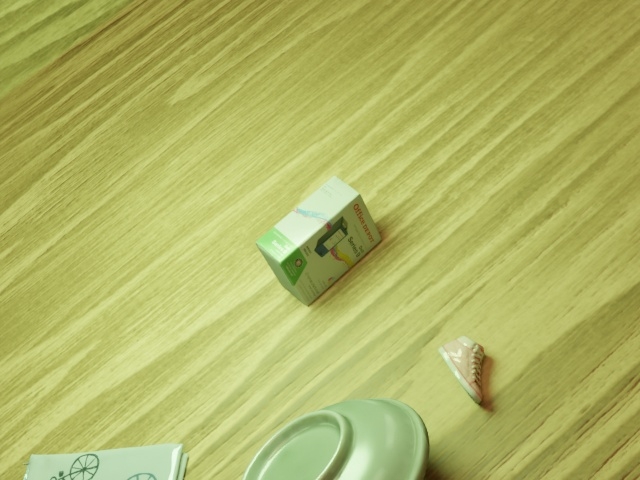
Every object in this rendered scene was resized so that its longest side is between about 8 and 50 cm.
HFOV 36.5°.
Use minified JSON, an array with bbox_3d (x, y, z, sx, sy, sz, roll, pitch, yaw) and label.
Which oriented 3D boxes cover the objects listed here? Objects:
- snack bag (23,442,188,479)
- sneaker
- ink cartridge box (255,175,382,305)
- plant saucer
[{"bbox_3d":[-0.422,0.527,1.748,0.343,0.037,0.323,-8,49,17],"label":"snack bag"},{"bbox_3d":[0.263,0.217,1.687,0.070,0.051,0.134,-33,43,3],"label":"sneaker"},{"bbox_3d":[0.000,0.000,1.914,0.212,0.154,0.093,-42,48,-13],"label":"ink cartridge box"},{"bbox_3d":[-0.018,0.378,1.533,0.401,0.100,0.400,-33,20,14],"label":"plant saucer"}]
